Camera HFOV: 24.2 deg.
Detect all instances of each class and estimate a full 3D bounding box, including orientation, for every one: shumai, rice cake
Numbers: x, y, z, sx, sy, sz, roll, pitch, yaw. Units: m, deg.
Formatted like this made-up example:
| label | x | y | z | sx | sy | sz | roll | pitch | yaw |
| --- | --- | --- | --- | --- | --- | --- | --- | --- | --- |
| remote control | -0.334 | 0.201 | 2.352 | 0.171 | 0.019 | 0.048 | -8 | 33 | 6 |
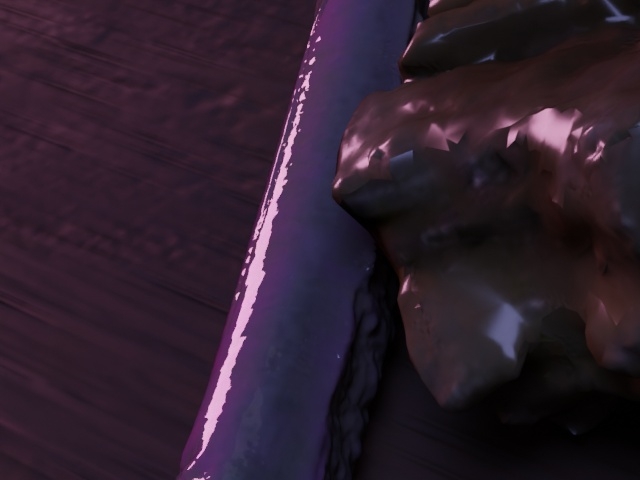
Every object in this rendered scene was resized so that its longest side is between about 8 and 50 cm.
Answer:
| label | x | y | z | sx | sy | sz | roll | pitch | yaw |
| --- | --- | --- | --- | --- | --- | --- | --- | --- | --- |
| shumai | 0.174 | -0.039 | 0.430 | 0.283 | 0.217 | 0.346 | -40 | 31 | 25 |
| rice cake | 0.000 | 0.000 | 0.491 | 0.055 | 0.049 | 0.270 | 1 | 52 | 19 |
